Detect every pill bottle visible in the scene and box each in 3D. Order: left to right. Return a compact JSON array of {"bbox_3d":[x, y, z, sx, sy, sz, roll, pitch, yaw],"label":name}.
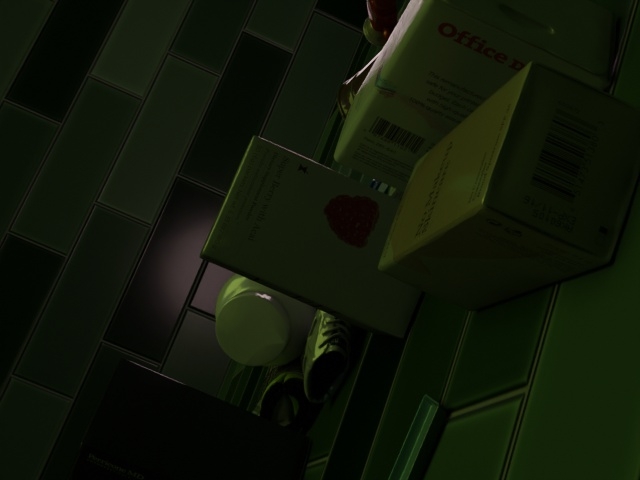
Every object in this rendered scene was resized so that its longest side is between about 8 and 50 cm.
[{"bbox_3d":[-0.074,0.112,1.798,0.181,0.182,0.323,-64,-7,18],"label":"pill bottle"}]

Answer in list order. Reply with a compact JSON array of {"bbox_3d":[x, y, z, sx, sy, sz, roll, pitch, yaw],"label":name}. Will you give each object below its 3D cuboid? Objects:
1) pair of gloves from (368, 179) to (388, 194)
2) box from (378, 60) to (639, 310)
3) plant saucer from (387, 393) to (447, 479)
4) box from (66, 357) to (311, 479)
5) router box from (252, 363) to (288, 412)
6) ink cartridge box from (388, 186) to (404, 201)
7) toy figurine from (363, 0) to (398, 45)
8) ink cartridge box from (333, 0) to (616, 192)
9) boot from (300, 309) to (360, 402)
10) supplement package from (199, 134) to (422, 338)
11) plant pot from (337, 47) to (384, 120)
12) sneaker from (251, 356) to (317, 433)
[{"bbox_3d":[0.109,-0.088,1.947,0.159,0.023,0.198,-58,7,-1],"label":"pair of gloves"},{"bbox_3d":[0.170,-0.035,0.962,0.311,0.121,0.148,137,155,-72],"label":"box"},{"bbox_3d":[0.086,0.257,1.061,0.067,0.018,0.192,-176,108,-83],"label":"plant saucer"},{"bbox_3d":[-0.238,0.405,1.667,0.179,0.343,0.312,-72,10,-45],"label":"box"},{"bbox_3d":[-0.095,0.316,2.102,0.133,0.046,0.178,126,165,-59],"label":"router box"},{"bbox_3d":[0.202,-0.203,1.540,0.275,0.060,0.238,126,165,-60],"label":"ink cartridge box"},{"bbox_3d":[0.189,-0.386,1.627,0.209,0.213,0.148,-62,-9,-13],"label":"toy figurine"},{"bbox_3d":[0.163,-0.165,1.109,0.278,0.201,0.117,123,168,-52],"label":"ink cartridge box"},{"bbox_3d":[0.035,0.137,1.601,0.123,0.095,0.258,-93,19,-62],"label":"boot"},{"bbox_3d":[0.000,0.000,1.408,0.175,0.293,0.177,159,134,-81],"label":"supplement package"},{"bbox_3d":[0.144,-0.290,1.904,0.165,0.167,0.167,-47,19,46],"label":"plant pot"},{"bbox_3d":[-0.076,0.322,1.789,0.300,0.111,0.121,-55,2,32],"label":"sneaker"}]
